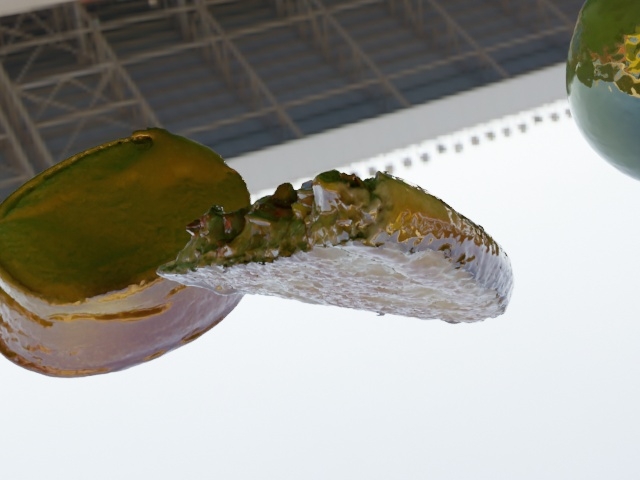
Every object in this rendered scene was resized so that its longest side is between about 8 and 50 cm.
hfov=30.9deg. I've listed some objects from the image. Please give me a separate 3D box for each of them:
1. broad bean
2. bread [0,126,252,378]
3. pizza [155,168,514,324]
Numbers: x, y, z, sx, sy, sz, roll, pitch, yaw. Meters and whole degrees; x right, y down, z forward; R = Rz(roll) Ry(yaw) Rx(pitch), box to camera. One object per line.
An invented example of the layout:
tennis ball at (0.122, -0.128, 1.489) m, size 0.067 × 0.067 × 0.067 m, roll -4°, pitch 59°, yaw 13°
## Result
broad bean at (0.346, -0.177, 1.084) m, size 0.238 × 0.291 × 0.119 m, roll -14°, pitch -147°, yaw -1°
bread at (-0.184, 0.015, 1.065) m, size 0.269 × 0.143 × 0.195 m, roll -27°, pitch -121°, yaw -30°
pizza at (0.000, 0.000, 0.620) m, size 0.198 × 0.188 × 0.062 m, roll 0°, pitch -108°, yaw 23°
